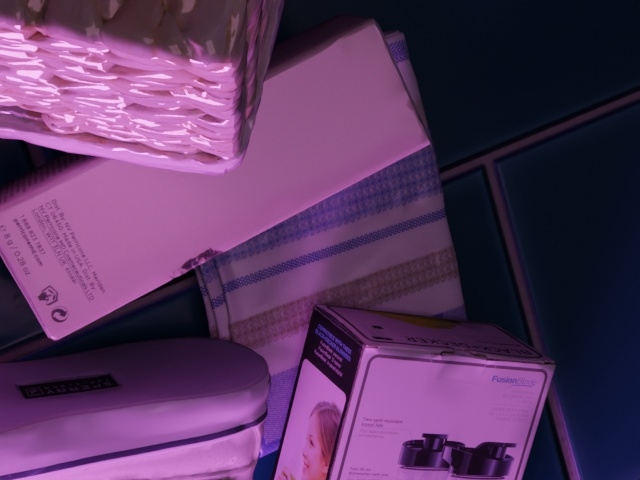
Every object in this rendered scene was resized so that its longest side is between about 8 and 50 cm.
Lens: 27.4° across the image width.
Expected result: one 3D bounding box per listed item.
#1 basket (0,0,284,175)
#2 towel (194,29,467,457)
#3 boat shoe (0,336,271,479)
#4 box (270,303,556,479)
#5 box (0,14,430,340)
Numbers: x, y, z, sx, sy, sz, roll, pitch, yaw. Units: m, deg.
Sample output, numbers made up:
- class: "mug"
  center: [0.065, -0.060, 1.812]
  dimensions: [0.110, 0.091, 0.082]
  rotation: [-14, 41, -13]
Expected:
- class: "basket"
  center: [-0.164, -0.230, 0.679]
  dimensions: [0.328, 0.266, 0.331]
  rotation: [12, 86, -3]
- class: "towel"
  center: [0.000, 0.000, 0.983]
  dimensions: [0.209, 0.034, 0.285]
  rotation: [-19, 106, -19]
- class: "boat shoe"
  center: [-0.212, 0.165, 0.880]
  dimensions: [0.367, 0.136, 0.156]
  rotation: [-6, 112, -26]
- class: "box"
  center: [0.051, 0.201, 0.984]
  dimensions: [0.169, 0.087, 0.290]
  rotation: [6, 105, -27]
- class: "box"
  center: [-0.077, -0.047, 0.862]
  dimensions: [0.275, 0.113, 0.094]
  rotation: [-27, 105, -5]
